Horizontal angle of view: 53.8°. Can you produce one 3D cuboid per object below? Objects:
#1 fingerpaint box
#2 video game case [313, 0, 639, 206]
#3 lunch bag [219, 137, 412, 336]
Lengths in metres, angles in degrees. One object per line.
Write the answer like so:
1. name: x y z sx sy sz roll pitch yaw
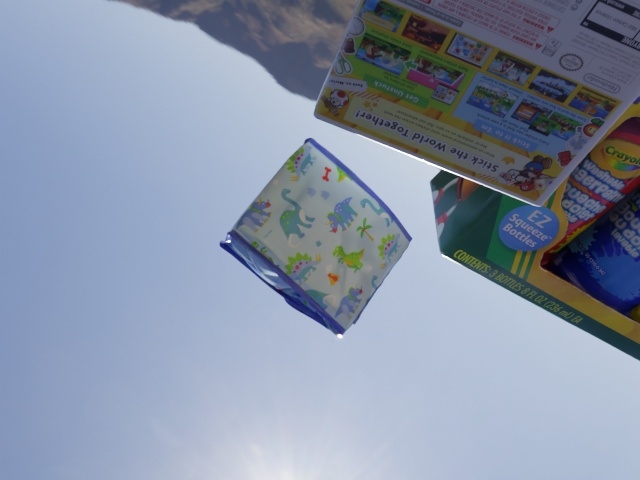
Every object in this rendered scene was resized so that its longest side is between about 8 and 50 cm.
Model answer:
1. fingerpaint box: 0.423 -0.048 0.746 0.445 0.371 0.163 27 -143 -18
2. video game case: 0.131 -0.139 0.499 0.227 0.206 0.026 20 -133 -7
3. lunch bag: 0.000 0.000 0.619 0.151 0.128 0.096 39 165 -5
